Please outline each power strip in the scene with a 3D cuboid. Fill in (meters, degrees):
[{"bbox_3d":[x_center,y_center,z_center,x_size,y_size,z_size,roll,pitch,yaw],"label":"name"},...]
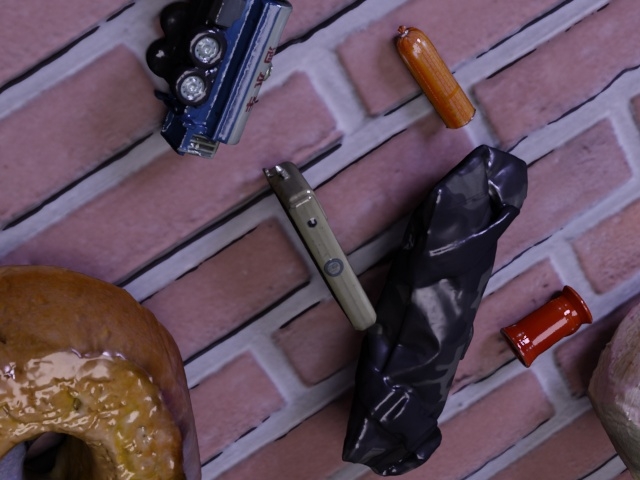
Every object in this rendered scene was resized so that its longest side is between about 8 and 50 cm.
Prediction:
[{"bbox_3d":[0.000,0.000,1.090,0.028,0.076,0.169,-30,123,-2],"label":"power strip"}]

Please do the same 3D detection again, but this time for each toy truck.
[{"bbox_3d":[-0.070,-0.160,0.983,0.088,0.074,0.201,13,111,-31],"label":"toy truck"}]

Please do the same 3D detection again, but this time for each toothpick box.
[{"bbox_3d":[0.221,0.083,1.236,0.083,0.047,0.047,-34,123,-3],"label":"toothpick box"}]

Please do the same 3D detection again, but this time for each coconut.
[{"bbox_3d":[0.357,0.154,1.251,0.194,0.194,0.194,-9,118,-17],"label":"coconut"}]

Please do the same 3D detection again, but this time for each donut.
[{"bbox_3d":[-0.234,0.179,1.048,0.299,0.150,0.317,-43,123,0],"label":"donut"}]

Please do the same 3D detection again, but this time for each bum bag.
[{"bbox_3d":[0.094,0.071,1.148,0.144,0.095,0.340,-12,126,-50],"label":"bum bag"}]

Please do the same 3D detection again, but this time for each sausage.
[{"bbox_3d":[0.094,-0.142,1.082,0.031,0.031,0.107,-39,121,1],"label":"sausage"}]
